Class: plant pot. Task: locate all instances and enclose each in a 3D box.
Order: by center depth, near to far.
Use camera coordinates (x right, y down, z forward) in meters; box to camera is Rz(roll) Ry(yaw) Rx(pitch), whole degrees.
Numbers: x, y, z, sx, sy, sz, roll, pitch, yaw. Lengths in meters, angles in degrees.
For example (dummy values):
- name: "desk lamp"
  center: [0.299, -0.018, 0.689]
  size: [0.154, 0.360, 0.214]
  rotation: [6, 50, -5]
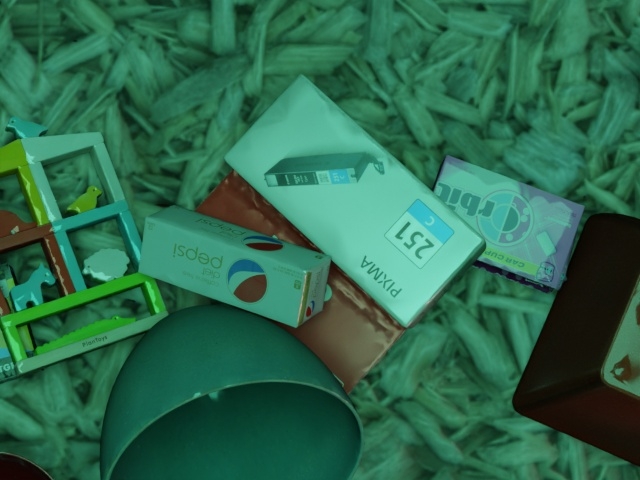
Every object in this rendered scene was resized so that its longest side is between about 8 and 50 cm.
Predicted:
- name: "plant pot"
  center: [-0.117, 0.186, 1.708]
  size: [0.290, 0.290, 0.195]
  rotation: [-19, 47, -5]
- name: "plant pot"
  center: [0.405, 0.120, 1.735]
  size: [0.267, 0.236, 0.267]
  rotation: [24, 82, 1]

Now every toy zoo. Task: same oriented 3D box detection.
- name: "toy zoo"
  center: [-0.316, -0.008, 1.800]
  size: [0.192, 0.030, 0.293]
  rotation: [-19, 83, -22]

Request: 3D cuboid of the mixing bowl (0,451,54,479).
- name: "mixing bowl"
  center: [-0.368, 0.333, 1.741]
  size: [0.181, 0.098, 0.181]
  rotation: [0, 81, -3]

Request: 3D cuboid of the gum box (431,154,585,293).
- name: "gum box"
  center: [0.218, -0.017, 1.833]
  size: [0.188, 0.062, 0.107]
  rotation: [20, 82, 1]

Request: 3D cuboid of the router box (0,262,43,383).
- name: "router box"
  center: [-0.432, 0.117, 1.796]
  size: [0.179, 0.046, 0.133]
  rotation: [-18, 82, -5]

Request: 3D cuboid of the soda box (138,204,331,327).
- name: "soda box"
  center: [-0.100, 0.028, 1.764]
  size: [0.216, 0.069, 0.074]
  rotation: [18, 112, 21]

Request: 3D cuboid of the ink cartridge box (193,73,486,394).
- name: "ink cartridge box"
  center: [0.000, 0.000, 1.783]
  size: [0.296, 0.066, 0.261]
  rotation: [43, 92, 10]
